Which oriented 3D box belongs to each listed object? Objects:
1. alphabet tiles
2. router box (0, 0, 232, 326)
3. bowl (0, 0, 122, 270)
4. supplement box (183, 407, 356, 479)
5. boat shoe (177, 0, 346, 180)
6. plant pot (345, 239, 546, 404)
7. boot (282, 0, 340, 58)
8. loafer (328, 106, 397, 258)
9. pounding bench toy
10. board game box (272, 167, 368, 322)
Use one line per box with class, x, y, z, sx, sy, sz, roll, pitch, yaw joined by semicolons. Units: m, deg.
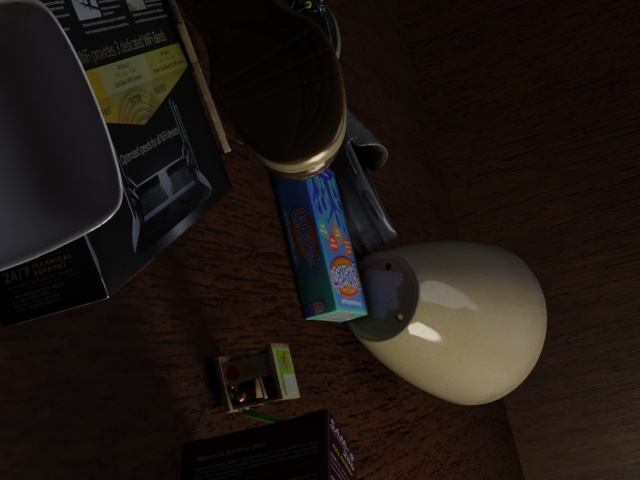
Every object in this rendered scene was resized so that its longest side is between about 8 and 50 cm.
alphabet tiles;-0.133;-0.202;1.023;0.237;0.009;0.198;-115;-174;-53
router box;-0.177;-0.105;0.786;0.309;0.081;0.243;-55;128;-72
bowl;-0.195;-0.055;0.596;0.053;0.142;0.142;14;-55;69
supplement box;-0.040;0.255;0.809;0.239;0.130;0.073;-90;159;-45
boat shoe;-0.054;-0.159;1.070;0.342;0.123;0.123;58;-9;43
plant pot;0.156;0.102;1.559;0.274;0.256;0.256;18;55;-52
boot;-0.056;-0.367;1.524;0.178;0.085;0.236;35;34;-64
loafer;0.044;-0.125;1.571;0.112;0.111;0.319;44;33;-63
pounding bench toy;-0.059;0.143;0.989;0.052;0.065;0.083;21;54;-73
board game box;0.000;0.000;1.399;0.160;0.047;0.210;17;59;-73
